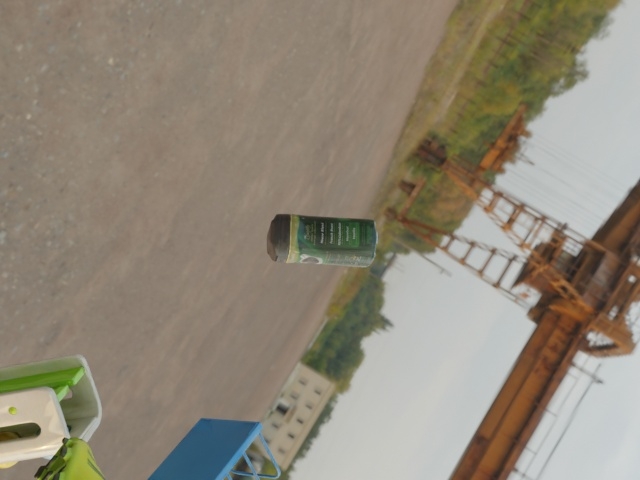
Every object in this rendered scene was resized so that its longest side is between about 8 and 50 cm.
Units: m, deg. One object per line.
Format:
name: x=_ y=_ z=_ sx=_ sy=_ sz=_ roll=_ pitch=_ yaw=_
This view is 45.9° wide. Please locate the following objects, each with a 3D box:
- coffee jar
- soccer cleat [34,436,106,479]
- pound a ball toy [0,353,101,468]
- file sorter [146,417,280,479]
coffee jar: x=0.000 y=0.000 z=1.300 sx=0.096 sy=0.185 sz=0.079 roll=118 pitch=-26 yaw=-72
soccer cleat: x=-0.256 y=0.320 z=0.852 sx=0.093 sy=0.121 sz=0.289 roll=-57 pitch=-151 yaw=-3
pound a ball toy: x=-0.500 y=0.284 z=1.064 sx=0.208 sy=0.319 sz=0.135 roll=-76 pitch=153 yaw=-75
file sorter: x=-0.152 y=0.342 z=1.038 sx=0.118 sy=0.104 sz=0.170 roll=-6 pitch=-152 yaw=37
